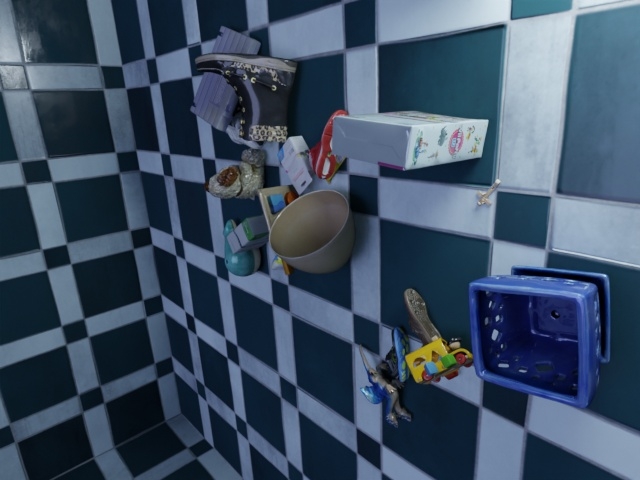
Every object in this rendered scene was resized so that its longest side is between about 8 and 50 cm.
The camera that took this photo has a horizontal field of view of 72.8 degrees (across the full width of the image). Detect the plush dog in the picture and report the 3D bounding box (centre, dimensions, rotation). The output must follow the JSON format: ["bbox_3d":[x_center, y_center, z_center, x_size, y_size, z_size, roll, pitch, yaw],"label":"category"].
[{"bbox_3d":[-0.343,-0.228,1.737,0.263,0.226,0.210,-24,85,51],"label":"plush dog"}]

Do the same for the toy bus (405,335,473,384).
[{"bbox_3d":[0.338,0.319,1.206,0.190,0.202,0.104,113,142,-50],"label":"toy bus"}]

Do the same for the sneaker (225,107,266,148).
[{"bbox_3d":[-0.304,-0.430,1.728,0.292,0.110,0.118,46,145,36],"label":"sneaker"}]

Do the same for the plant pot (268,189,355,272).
[{"bbox_3d":[0.000,0.000,1.426,0.284,0.284,0.191,21,155,44],"label":"plant pot"}]

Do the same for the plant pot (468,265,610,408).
[{"bbox_3d":[0.481,0.179,0.935,0.236,0.212,0.235,4,107,49],"label":"plant pot"}]

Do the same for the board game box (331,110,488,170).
[{"bbox_3d":[0.212,-0.244,1.021,0.224,0.304,0.097,25,122,43],"label":"board game box"}]

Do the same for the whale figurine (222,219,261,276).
[{"bbox_3d":[-0.382,0.038,1.950,0.271,0.141,0.216,57,139,19],"label":"whale figurine"}]

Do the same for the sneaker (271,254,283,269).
[{"bbox_3d":[-0.128,0.038,1.715,0.240,0.091,0.126,-32,59,52],"label":"sneaker"}]

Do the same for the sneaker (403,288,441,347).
[{"bbox_3d":[0.287,0.239,1.301,0.071,0.066,0.188,-39,73,50],"label":"sneaker"}]

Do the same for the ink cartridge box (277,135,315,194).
[{"bbox_3d":[-0.071,-0.264,1.536,0.104,0.062,0.181,-43,70,48],"label":"ink cartridge box"}]

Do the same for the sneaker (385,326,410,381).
[{"bbox_3d":[0.242,0.367,1.399,0.078,0.067,0.188,10,114,41],"label":"sneaker"}]

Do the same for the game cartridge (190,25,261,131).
[{"bbox_3d":[-0.369,-0.621,1.677,0.230,0.068,0.354,37,109,31],"label":"game cartridge"}]

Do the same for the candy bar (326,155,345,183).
[{"bbox_3d":[0.051,-0.249,1.433,0.040,0.018,0.161,56,137,16],"label":"candy bar"}]

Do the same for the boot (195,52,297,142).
[{"bbox_3d":[-0.268,-0.503,1.531,0.378,0.138,0.283,9,111,14],"label":"boot"}]

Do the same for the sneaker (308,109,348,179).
[{"bbox_3d":[0.011,-0.319,1.403,0.128,0.087,0.221,43,116,54],"label":"sneaker"}]

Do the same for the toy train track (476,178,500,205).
[{"bbox_3d":[0.410,-0.115,1.066,0.048,0.014,0.083,52,136,23],"label":"toy train track"}]

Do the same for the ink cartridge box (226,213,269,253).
[{"bbox_3d":[-0.272,-0.030,1.787,0.208,0.153,0.086,-33,77,49],"label":"ink cartridge box"}]

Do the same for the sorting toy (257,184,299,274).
[{"bbox_3d":[-0.105,-0.045,1.538,0.041,0.229,0.306,-14,93,34],"label":"sorting toy"}]

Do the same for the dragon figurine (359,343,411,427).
[{"bbox_3d":[0.197,0.501,1.487,0.289,0.085,0.143,40,131,31],"label":"dragon figurine"}]
